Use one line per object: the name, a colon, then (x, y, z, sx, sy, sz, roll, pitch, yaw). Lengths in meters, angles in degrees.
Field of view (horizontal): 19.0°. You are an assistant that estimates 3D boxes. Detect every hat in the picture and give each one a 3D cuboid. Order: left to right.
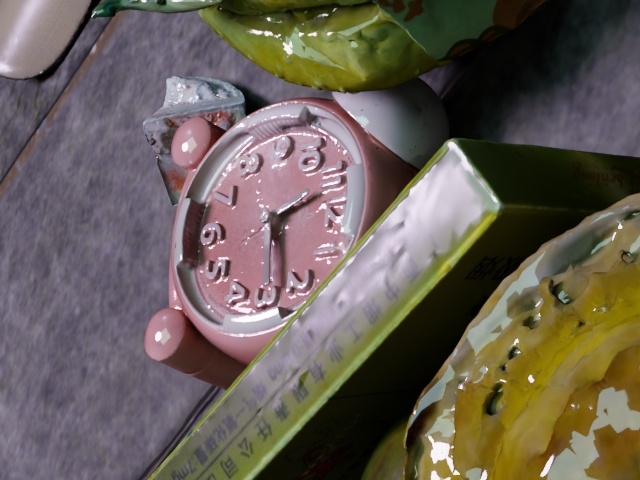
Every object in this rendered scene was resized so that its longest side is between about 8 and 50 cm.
hat: (-0.210, -0.203, 1.352, 0.175, 0.085, 0.147, -60, 38, 14)

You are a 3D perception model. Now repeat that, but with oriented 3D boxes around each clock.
clock: (0.000, 0.000, 0.991, 0.162, 0.093, 0.166, -11, 63, 41)

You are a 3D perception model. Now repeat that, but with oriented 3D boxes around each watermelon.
watermelon: (-0.084, -0.071, 1.146, 0.085, 0.061, 0.085, -12, 74, 44)

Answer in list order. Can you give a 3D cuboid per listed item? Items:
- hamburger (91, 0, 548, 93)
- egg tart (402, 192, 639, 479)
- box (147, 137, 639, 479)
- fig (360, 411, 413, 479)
hamburger: (0.000, -0.149, 0.966, 0.235, 0.125, 0.214, -38, 26, -21)
egg tart: (0.152, 0.104, 0.618, 0.295, 0.116, 0.294, -2, 82, 17)
box: (0.023, 0.079, 0.844, 0.311, 0.173, 0.043, -49, 60, 27)
fig: (0.108, 0.176, 0.768, 0.151, 0.151, 0.259, -24, 84, 46)
